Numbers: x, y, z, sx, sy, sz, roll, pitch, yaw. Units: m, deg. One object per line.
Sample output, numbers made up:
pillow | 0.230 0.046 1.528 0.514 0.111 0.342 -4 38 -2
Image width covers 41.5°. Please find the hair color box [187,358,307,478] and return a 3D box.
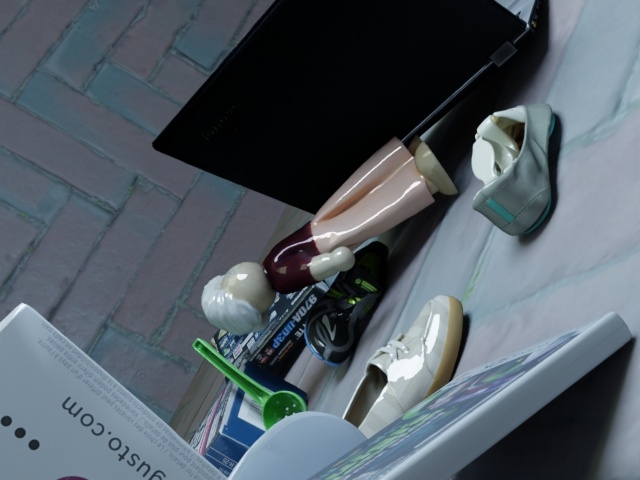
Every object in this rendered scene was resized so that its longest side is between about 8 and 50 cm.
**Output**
hair color box | -0.153 0.342 1.095 0.347 0.105 0.174 -57 7 21

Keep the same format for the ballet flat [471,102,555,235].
ballet flat | 0.171 -0.083 0.763 0.072 0.068 0.213 -54 9 34

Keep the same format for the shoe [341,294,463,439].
shoe | 0.056 0.134 0.703 0.219 0.058 0.076 -62 8 -18

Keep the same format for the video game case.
video game case | 0.067 0.113 0.501 0.190 0.022 0.173 -28 -8 -27

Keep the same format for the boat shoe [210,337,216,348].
boat shoe | -0.137 0.195 1.612 0.092 0.103 0.285 -55 10 -12

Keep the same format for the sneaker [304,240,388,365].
sneaker | 0.036 0.072 1.050 0.188 0.067 0.078 -61 1 -36

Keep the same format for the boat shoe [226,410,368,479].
boat shoe | -0.046 0.295 0.546 0.156 0.135 0.367 125 162 -45

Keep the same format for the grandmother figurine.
grandmother figurine | 0.000 0.000 1.040 0.342 0.104 0.208 -35 3 7

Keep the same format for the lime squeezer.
lime squeezer | -0.040 0.206 0.941 0.059 0.110 0.310 -43 38 -2

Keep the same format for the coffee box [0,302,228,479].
coffee box | -0.250 0.313 0.741 0.334 0.337 0.338 -49 4 -23

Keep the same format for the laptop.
laptop | 0.057 -0.233 1.081 0.382 0.236 0.408 -40 11 33

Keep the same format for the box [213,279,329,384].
box | -0.082 0.130 1.388 0.220 0.051 0.175 -51 25 8
